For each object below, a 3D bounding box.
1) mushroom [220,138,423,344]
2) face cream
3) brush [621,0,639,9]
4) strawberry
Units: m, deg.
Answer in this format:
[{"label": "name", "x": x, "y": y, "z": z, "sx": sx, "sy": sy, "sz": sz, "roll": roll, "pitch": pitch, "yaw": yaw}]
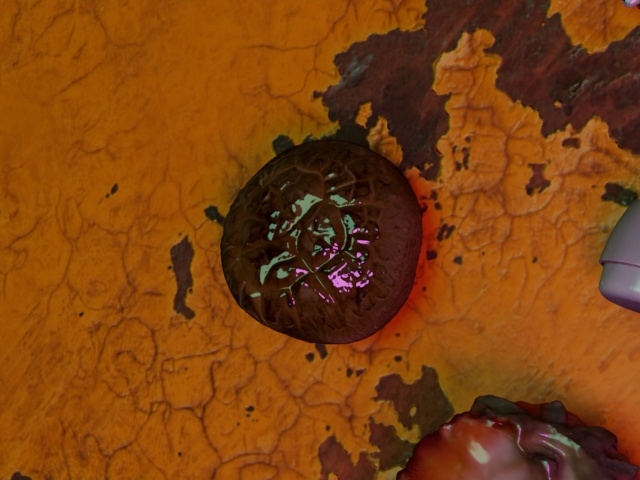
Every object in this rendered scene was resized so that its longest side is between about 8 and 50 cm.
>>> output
[{"label": "mushroom", "x": 0.000, "y": 0.000, "z": 1.613, "sx": 0.253, "sy": 0.153, "sz": 0.253, "roll": -9, "pitch": 69, "yaw": 26}, {"label": "face cream", "x": 0.339, "y": 0.022, "z": 1.403, "sx": 0.117, "sy": 0.117, "sz": 0.104, "roll": 15, "pitch": 84, "yaw": 34}, {"label": "brush", "x": 0.442, "y": -0.343, "z": 1.441, "sx": 0.321, "sy": 0.050, "sz": 0.060, "roll": -34, "pitch": 63, "yaw": 16}, {"label": "strawberry", "x": 0.194, "y": 0.319, "z": 1.445, "sx": 0.265, "sy": 0.149, "sz": 0.336, "roll": 40, "pitch": 115, "yaw": 26}]
